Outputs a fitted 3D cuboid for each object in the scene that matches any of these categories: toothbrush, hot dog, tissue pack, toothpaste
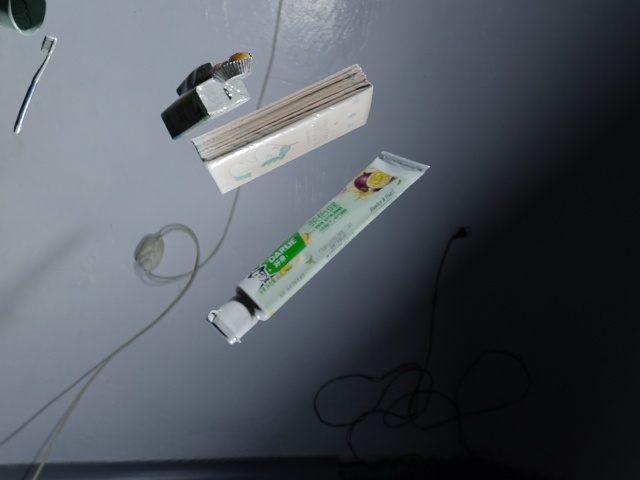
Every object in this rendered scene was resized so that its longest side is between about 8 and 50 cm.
[{"bbox_3d":[-0.676,-0.360,1.296,0.025,0.019,0.275,14,127,-40],"label":"toothbrush"},{"bbox_3d":[-0.190,-0.379,1.220,0.099,0.192,0.053,-19,108,4],"label":"hot dog"},{"bbox_3d":[-0.065,-0.203,1.031,0.325,0.170,0.071,-27,77,-4],"label":"tissue pack"},{"bbox_3d":[-0.340,-0.400,1.562,0.159,0.229,0.145,-39,106,-37],"label":"tissue pack"},{"bbox_3d":[0.000,0.000,0.652,0.058,0.056,0.314,45,72,2],"label":"toothpaste"}]

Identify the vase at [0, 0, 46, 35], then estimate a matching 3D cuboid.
[{"bbox_3d":[-0.574,-0.403,0.899,0.219,0.096,0.096,13,109,4],"label":"vase"}]
